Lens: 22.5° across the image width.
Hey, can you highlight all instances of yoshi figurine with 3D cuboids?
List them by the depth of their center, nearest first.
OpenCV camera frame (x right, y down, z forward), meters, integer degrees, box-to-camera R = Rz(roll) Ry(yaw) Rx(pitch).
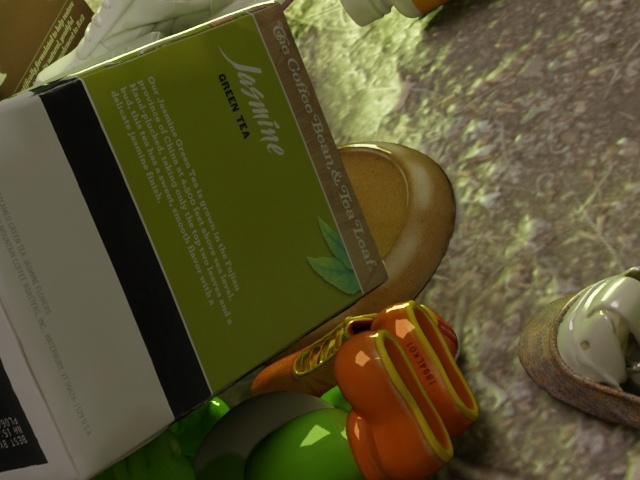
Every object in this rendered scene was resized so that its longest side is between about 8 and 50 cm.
[{"bbox_3d":[-0.086,0.152,1.122,0.362,0.203,0.203,-33,40,18],"label":"yoshi figurine"}]

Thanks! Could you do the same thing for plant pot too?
[{"bbox_3d":[0.000,0.000,1.345,0.236,0.032,0.236,-21,41,19],"label":"plant pot"}]

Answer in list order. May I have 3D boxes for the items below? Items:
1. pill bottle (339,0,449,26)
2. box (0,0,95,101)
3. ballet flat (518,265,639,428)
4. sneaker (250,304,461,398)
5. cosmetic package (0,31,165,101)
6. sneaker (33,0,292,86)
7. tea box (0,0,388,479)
[{"bbox_3d":[0.112,-0.282,1.472,0.215,0.117,0.117,-27,39,14],"label":"pill bottle"},{"bbox_3d":[-0.459,-0.204,1.832,0.381,0.143,0.191,-6,47,36],"label":"box"},{"bbox_3d":[0.236,0.071,1.024,0.316,0.106,0.107,17,63,47],"label":"ballet flat"},{"bbox_3d":[0.019,0.085,1.215,0.175,0.067,0.064,-21,43,23],"label":"sneaker"},{"bbox_3d":[-0.227,-0.087,1.538,0.238,0.127,0.107,-17,43,22],"label":"cosmetic package"},{"bbox_3d":[-0.177,-0.238,1.617,0.305,0.152,0.114,-28,23,17],"label":"sneaker"},{"bbox_3d":[-0.195,0.017,1.087,0.329,0.220,0.323,-15,10,40],"label":"tea box"}]
